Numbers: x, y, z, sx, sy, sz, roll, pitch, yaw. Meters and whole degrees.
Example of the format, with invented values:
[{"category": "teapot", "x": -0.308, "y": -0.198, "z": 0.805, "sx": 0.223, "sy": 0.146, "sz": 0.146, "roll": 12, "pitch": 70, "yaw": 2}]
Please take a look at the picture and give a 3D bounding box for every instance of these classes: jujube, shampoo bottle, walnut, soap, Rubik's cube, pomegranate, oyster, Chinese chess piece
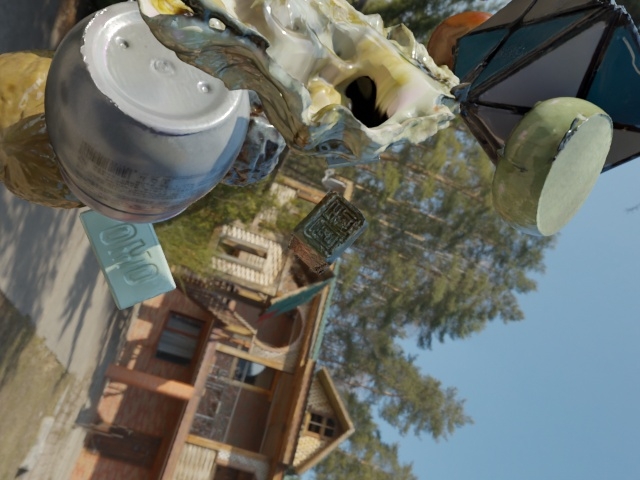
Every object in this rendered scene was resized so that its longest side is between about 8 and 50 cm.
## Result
[{"category": "jujube", "x": -0.194, "y": -0.254, "z": 1.255, "sx": 0.317, "sy": 0.226, "sz": 0.226, "roll": 140, "pitch": -32, "yaw": -65}, {"category": "shampoo bottle", "x": -0.254, "y": -0.177, "z": 0.759, "sx": 0.266, "sy": 0.273, "sz": 0.273, "roll": -38, "pitch": -148, "yaw": 52}, {"category": "walnut", "x": -0.502, "y": -0.208, "z": 0.978, "sx": 0.333, "sy": 0.332, "sz": 0.333, "roll": -160, "pitch": -90, "yaw": -79}, {"category": "soap", "x": -0.505, "y": 0.027, "z": 1.357, "sx": 0.087, "sy": 0.159, "sz": 0.266, "roll": 25, "pitch": -47, "yaw": 66}, {"category": "Rubik's cube", "x": 0.456, "y": -0.307, "z": 0.999, "sx": 0.307, "sy": 0.310, "sz": 0.305, "roll": -27, "pitch": -151, "yaw": 36}, {"category": "pomegranate", "x": 0.393, "y": -0.465, "z": 1.331, "sx": 0.270, "sy": 0.252, "sz": 0.229, "roll": -46, "pitch": 158, "yaw": -59}, {"category": "oyster", "x": 0.003, "y": -0.134, "z": 0.414, "sx": 0.107, "sy": 0.354, "sz": 0.201, "roll": -55, "pitch": -131, "yaw": 35}, {"category": "Chinese chess piece", "x": 0.378, "y": -0.122, "z": 0.844, "sx": 0.092, "sy": 0.237, "sz": 0.238, "roll": 36, "pitch": -71, "yaw": 39}]

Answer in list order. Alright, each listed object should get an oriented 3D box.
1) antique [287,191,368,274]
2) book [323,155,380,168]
[{"category": "antique", "x": 0.000, "y": 0.000, "z": 1.317, "sx": 0.150, "sy": 0.125, "sz": 0.284, "roll": -46, "pitch": 178, "yaw": -19}, {"category": "book", "x": 0.083, "y": -0.378, "z": 1.796, "sx": 0.025, "sy": 0.190, "sz": 0.269, "roll": 104, "pitch": -25, "yaw": -63}]
